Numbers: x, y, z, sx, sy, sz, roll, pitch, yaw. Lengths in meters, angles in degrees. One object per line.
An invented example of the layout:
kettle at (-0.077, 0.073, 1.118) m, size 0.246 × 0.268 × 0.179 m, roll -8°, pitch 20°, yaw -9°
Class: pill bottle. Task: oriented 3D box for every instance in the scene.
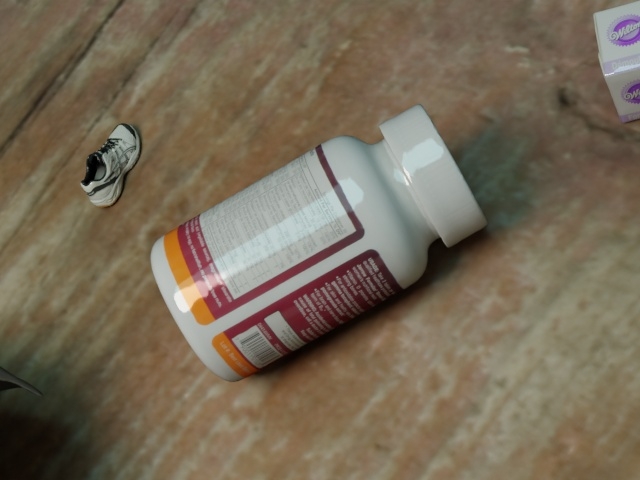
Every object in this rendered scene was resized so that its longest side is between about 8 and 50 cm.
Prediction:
pill bottle at (0.000, 0.000, 0.940) m, size 0.221 × 0.121 × 0.121 m, roll -30°, pitch 52°, yaw 5°

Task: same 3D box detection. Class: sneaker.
sneaker at (-0.181, -0.071, 1.128) m, size 0.032 × 0.037 × 0.083 m, roll -2°, pitch 58°, yaw 27°

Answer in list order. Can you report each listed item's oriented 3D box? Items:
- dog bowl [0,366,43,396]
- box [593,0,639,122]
dog bowl at (-0.356, 0.189, 0.899) m, size 0.349 × 0.102 × 0.348 m, roll -34°, pitch 19°, yaw 14°
box at (0.356, -0.160, 0.904) m, size 0.324 × 0.067 × 0.063 m, roll -13°, pitch 55°, yaw 18°
